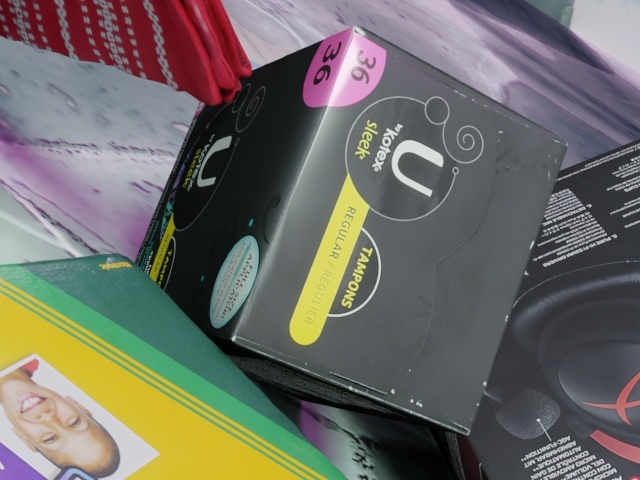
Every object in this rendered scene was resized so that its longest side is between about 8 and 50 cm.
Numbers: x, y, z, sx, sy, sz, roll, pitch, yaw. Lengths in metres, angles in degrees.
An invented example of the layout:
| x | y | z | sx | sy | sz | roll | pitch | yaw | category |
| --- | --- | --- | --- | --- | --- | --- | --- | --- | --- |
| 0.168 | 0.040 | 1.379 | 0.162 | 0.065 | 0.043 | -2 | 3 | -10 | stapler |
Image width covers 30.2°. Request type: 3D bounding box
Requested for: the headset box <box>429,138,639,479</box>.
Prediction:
| x | y | z | sx | sy | sz | roll | pitch | yaw | category |
| --- | --- | --- | --- | --- | --- | --- | --- | --- | --- |
| 0.171 | 0.084 | 0.500 | 0.293 | 0.218 | 0.110 | -117 | -174 | -51 | headset box |

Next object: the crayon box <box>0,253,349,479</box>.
| x | y | z | sx | sy | sz | roll | pitch | yaw | category |
| --- | --- | --- | --- | --- | --- | --- | --- | --- | --- |
| -0.102 | 0.094 | 0.287 | 0.165 | 0.081 | 0.278 | 43 | 23 | 21 | crayon box |

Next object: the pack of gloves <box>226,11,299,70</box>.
| x | y | z | sx | sy | sz | roll | pitch | yaw | category |
| --- | --- | --- | --- | --- | --- | --- | --- | --- | --- |
| 0.014 | -0.113 | 0.931 | 0.195 | 0.046 | 0.232 | 28 | 22 | -19 | pack of gloves |

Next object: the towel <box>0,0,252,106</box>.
| x | y | z | sx | sy | sz | roll | pitch | yaw | category |
| --- | --- | --- | --- | --- | --- | --- | --- | --- | --- |
| -0.162 | -0.152 | 0.480 | 0.274 | 0.031 | 0.199 | 18 | -31 | 33 | towel |

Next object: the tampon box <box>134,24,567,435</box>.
| x | y | z | sx | sy | sz | roll | pitch | yaw | category |
| --- | --- | --- | --- | --- | --- | --- | --- | --- | --- |
| 0.000 | 0.000 | 0.486 | 0.101 | 0.120 | 0.161 | 24 | -12 | -21 | tampon box |
